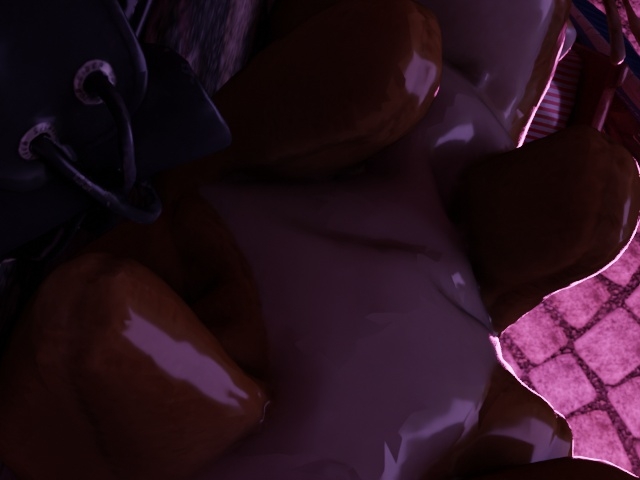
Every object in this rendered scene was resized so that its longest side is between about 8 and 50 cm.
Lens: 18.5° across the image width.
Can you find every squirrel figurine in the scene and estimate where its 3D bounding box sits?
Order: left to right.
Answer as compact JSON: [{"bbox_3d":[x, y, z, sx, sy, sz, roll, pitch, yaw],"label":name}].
[{"bbox_3d":[0.000,0.000,0.969,0.397,0.281,0.370,125,-20,-57],"label":"squirrel figurine"}]

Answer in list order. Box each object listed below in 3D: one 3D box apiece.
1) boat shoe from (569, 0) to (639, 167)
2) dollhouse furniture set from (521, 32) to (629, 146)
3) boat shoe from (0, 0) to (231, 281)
[{"bbox_3d":[0.195,-0.122,1.434,0.066,0.066,0.183,-50,-137,21],"label":"boat shoe"},{"bbox_3d":[0.111,-0.223,1.334,0.152,0.201,0.374,45,-56,59],"label":"dollhouse furniture set"},{"bbox_3d":[-0.073,-0.061,0.552,0.127,0.113,0.340,89,17,-74],"label":"boat shoe"}]
